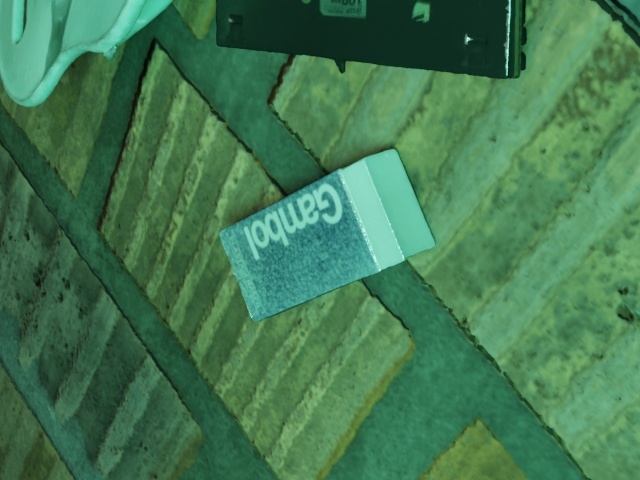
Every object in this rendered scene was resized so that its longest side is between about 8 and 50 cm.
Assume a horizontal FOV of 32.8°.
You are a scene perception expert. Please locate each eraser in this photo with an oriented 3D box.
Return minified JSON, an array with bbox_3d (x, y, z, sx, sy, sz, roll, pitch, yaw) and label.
[{"bbox_3d":[0.000,0.000,0.917,0.212,0.046,0.092,-24,87,49],"label":"eraser"}]

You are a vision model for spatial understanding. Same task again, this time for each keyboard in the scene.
[{"bbox_3d":[0.026,-0.181,0.833,0.317,0.027,0.106,16,113,44],"label":"keyboard"}]

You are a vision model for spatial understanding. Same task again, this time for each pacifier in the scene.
[{"bbox_3d":[-0.256,-0.279,0.936,0.343,0.269,0.288,-21,64,46],"label":"pacifier"}]
